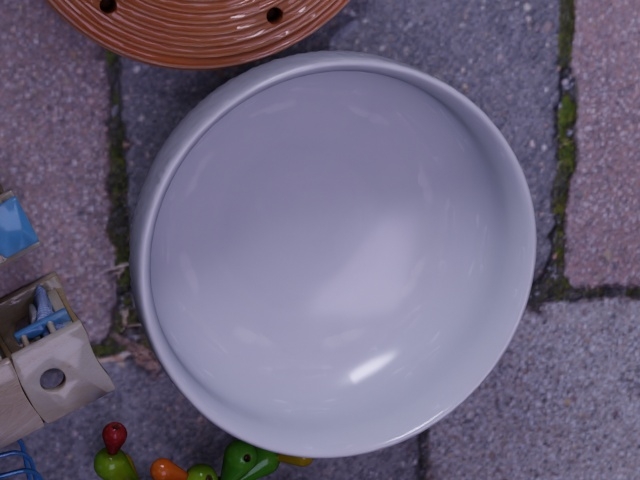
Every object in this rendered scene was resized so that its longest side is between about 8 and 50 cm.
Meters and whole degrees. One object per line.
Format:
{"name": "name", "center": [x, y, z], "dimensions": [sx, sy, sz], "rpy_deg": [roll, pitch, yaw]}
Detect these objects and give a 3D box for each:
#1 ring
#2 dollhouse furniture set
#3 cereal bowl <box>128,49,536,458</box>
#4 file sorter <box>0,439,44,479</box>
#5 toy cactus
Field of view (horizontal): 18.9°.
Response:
{"name": "ring", "center": [-0.092, -0.302, 1.524], "dimensions": [0.336, 0.032, 0.337], "rpy_deg": [-5, 108, -17]}
{"name": "dollhouse furniture set", "center": [-0.270, 0.050, 1.527], "dimensions": [0.129, 0.129, 0.184], "rpy_deg": [-28, 114, -7]}
{"name": "cereal bowl", "center": [0.000, 0.000, 1.591], "dimensions": [0.339, 0.141, 0.339], "rpy_deg": [-6, 110, -16]}
{"name": "file sorter", "center": [-0.269, 0.245, 1.572], "dimensions": [0.104, 0.170, 0.118], "rpy_deg": [-13, 111, -17]}
{"name": "toy cactus", "center": [-0.105, 0.234, 1.672], "dimensions": [0.219, 0.112, 0.180], "rpy_deg": [11, 122, -23]}
